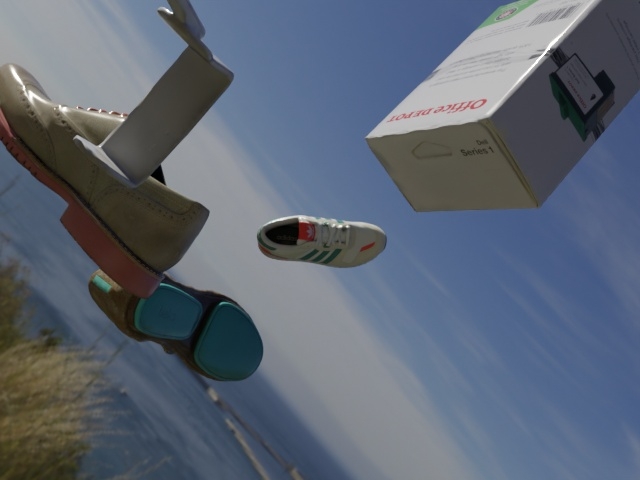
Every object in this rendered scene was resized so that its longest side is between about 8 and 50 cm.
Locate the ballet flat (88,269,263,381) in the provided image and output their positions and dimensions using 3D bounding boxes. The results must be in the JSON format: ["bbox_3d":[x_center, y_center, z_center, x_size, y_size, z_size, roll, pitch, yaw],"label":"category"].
[{"bbox_3d":[-0.197,0.106,1.170,0.124,0.116,0.342,23,-7,29],"label":"ballet flat"}]

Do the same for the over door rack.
[{"bbox_3d":[-0.105,-0.173,0.171,0.239,0.108,0.324,46,-14,8],"label":"over door rack"}]

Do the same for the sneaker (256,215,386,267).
[{"bbox_3d":[0.000,0.000,1.043,0.161,0.057,0.075,3,-9,4],"label":"sneaker"}]

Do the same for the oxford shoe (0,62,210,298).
[{"bbox_3d":[-0.244,-0.095,0.930,0.348,0.130,0.123,47,1,22],"label":"oxford shoe"}]

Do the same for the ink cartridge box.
[{"bbox_3d":[0.169,-0.125,0.740,0.092,0.219,0.160,53,-24,-21],"label":"ink cartridge box"}]
